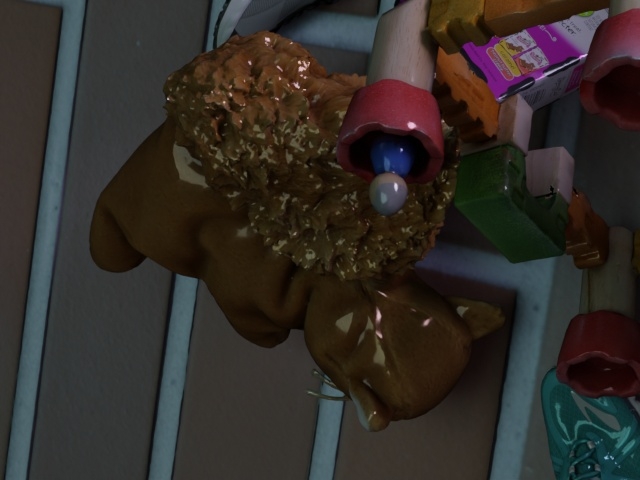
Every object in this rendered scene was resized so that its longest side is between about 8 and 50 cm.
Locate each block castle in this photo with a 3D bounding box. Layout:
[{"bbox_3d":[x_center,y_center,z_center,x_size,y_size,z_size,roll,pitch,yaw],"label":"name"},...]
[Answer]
[{"bbox_3d":[0.252,-0.028,1.387,0.303,0.453,0.212,-13,51,33],"label":"block castle"}]

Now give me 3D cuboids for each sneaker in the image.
[{"bbox_3d":[-0.026,-0.273,1.794,0.108,0.100,0.271,35,125,-6],"label":"sneaker"},{"bbox_3d":[0.267,0.247,1.600,0.107,0.110,0.275,-19,80,34],"label":"sneaker"}]

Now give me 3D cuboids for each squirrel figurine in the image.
[{"bbox_3d":[0.000,0.000,1.628,0.370,0.281,0.397,50,155,15],"label":"squirrel figurine"}]

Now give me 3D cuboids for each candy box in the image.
[{"bbox_3d":[0.207,-0.217,1.561,0.159,0.233,0.071,57,162,20],"label":"candy box"}]
